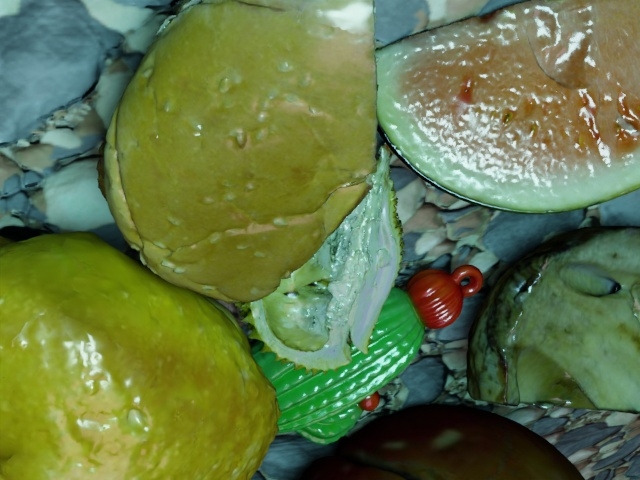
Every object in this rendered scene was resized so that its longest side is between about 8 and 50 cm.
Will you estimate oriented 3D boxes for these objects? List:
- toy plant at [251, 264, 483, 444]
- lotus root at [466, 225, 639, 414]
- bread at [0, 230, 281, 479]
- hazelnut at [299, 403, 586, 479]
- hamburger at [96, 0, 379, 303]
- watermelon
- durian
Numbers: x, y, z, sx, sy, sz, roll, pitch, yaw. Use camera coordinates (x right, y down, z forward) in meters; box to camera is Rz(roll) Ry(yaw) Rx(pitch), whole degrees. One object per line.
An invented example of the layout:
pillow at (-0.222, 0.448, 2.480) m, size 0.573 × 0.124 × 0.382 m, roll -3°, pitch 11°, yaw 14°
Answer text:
toy plant at (0.021, 0.087, 1.114) m, size 0.154 × 0.088 × 0.240 m, roll 31°, pitch 109°, yaw -26°
lotus root at (0.257, 0.083, 1.191) m, size 0.314 × 0.142 × 0.210 m, roll 25°, pitch 86°, yaw -38°
bread at (-0.233, 0.162, 0.947) m, size 0.394 × 0.250 × 0.361 m, roll -40°, pitch 139°, yaw 23°
hazelnut at (0.143, 0.378, 1.299) m, size 0.402 × 0.402 × 0.429 m, roll -6°, pitch 125°, yaw -19°
hamburger at (-0.046, -0.088, 0.822) m, size 0.245 × 0.155 × 0.282 m, roll -15°, pitch 138°, yaw 4°
watermelon at (0.183, -0.103, 0.970) m, size 0.303 × 0.159 × 0.128 m, roll -16°, pitch 180°, yaw -4°
durian at (0.000, 0.000, 1.000) m, size 0.146 × 0.102 × 0.208 m, roll 20°, pitch 103°, yaw -40°
